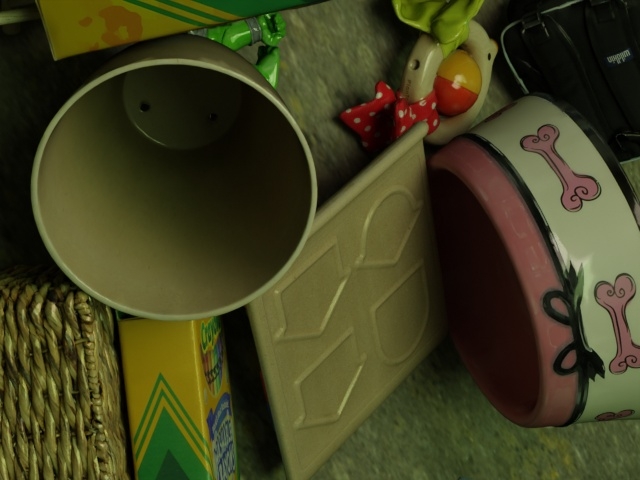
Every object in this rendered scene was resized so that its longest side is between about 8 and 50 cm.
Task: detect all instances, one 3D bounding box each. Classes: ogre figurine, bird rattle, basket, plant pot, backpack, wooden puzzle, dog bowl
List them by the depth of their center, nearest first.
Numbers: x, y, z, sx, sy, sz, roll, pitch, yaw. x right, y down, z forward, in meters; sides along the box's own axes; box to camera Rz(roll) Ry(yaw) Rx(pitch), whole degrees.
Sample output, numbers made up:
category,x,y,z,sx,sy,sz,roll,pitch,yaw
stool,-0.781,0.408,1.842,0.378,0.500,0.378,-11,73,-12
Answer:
category,x,y,z,sx,sy,sz,roll,pitch,yaw
plant pot,-0.136,-0.098,1.510,0.256,0.274,0.257,-1,115,-2
basket,-0.303,0.176,1.550,0.223,0.213,0.299,-6,98,3
ogre figurine,-0.115,-0.163,1.701,0.118,0.097,0.197,7,132,-32
wooden puzzle,0.024,0.071,1.775,0.322,0.080,0.348,-41,139,-37
dog bowl,0.247,0.040,1.820,0.150,0.408,0.408,-18,104,-13
bird rattle,0.147,-0.192,1.891,0.207,0.143,0.254,16,85,-53
backpack,0.370,-0.230,1.989,0.253,0.225,0.191,61,29,-22

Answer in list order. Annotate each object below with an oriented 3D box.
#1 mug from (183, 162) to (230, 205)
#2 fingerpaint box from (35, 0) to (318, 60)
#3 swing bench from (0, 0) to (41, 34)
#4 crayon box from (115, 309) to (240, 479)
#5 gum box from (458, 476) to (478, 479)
category,x,y,z,sx,sy,sz,roll,pitch,yaw
mug,-0.111,-0.026,1.676,0.129,0.157,0.097,42,67,-49
fingerpaint box,-0.016,-0.321,1.504,0.445,0.371,0.163,-40,118,-61
swing bench,-0.385,-0.307,1.453,0.253,0.165,0.255,-16,101,-35
crayon box,-0.146,0.170,1.630,0.083,0.203,0.323,-6,97,4
gum box,0.264,0.380,1.960,0.041,0.184,0.157,-45,117,-27
